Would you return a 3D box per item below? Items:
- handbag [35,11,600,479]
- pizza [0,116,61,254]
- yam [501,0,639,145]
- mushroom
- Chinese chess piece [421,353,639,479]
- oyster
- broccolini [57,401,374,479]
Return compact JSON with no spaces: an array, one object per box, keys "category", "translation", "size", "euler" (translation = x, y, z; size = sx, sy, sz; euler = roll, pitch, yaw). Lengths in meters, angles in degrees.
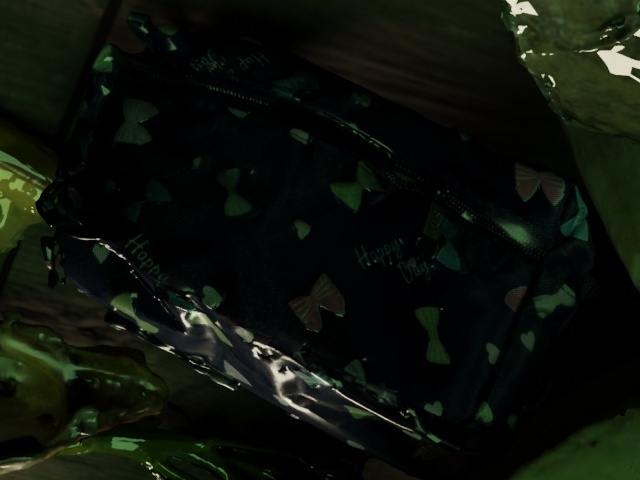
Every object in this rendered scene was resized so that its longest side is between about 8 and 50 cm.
[{"category":"handbag","translation":[0.000,0.000,0.821],"size":[0.260,0.162,0.113],"euler":[24,156,6]},{"category":"pizza","translation":[-0.222,0.003,0.849],"size":[0.204,0.080,0.188],"euler":[8,101,-19]},{"category":"yam","translation":[0.233,-0.133,0.648],"size":[0.348,0.241,0.241],"euler":[15,132,24]},{"category":"mushroom","translation":[0.146,-0.045,0.808],"size":[0.071,0.209,0.084],"euler":[14,138,-35]},{"category":"Chinese chess piece","translation":[0.121,0.171,0.886],"size":[0.349,0.349,0.146],"euler":[-32,85,17]},{"category":"oyster","translation":[-0.252,0.100,0.922],"size":[0.345,0.128,0.078],"euler":[-6,149,-10]},{"category":"broccolini","translation":[-0.106,0.154,1.016],"size":[0.271,0.062,0.123],"euler":[5,112,-17]}]
